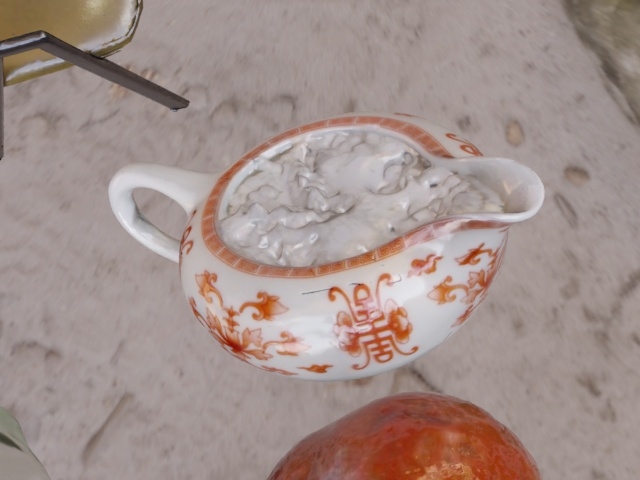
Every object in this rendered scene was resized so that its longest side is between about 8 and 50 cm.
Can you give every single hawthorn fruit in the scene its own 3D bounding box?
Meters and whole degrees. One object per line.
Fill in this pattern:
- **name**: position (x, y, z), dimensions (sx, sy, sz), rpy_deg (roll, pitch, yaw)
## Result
- **hawthorn fruit**: position (0.068, 0.247, 1.120), dimensions (0.242, 0.271, 0.242), rpy_deg (-2, 114, -5)

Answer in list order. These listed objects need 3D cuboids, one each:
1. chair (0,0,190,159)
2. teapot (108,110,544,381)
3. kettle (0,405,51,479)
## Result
- **chair**: position (-0.192, -0.157, 0.926), dimensions (0.172, 0.247, 0.158), rpy_deg (-18, 79, -2)
- **teapot**: position (0.000, 0.000, 0.776), dimensions (0.245, 0.159, 0.116), rpy_deg (4, 145, 24)
- **kettle**: position (-0.335, 0.281, 1.140), dimensions (0.250, 0.376, 0.361), rpy_deg (18, 83, 1)
